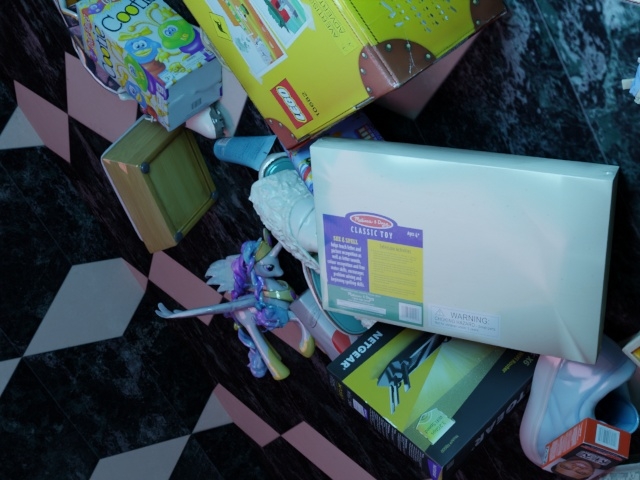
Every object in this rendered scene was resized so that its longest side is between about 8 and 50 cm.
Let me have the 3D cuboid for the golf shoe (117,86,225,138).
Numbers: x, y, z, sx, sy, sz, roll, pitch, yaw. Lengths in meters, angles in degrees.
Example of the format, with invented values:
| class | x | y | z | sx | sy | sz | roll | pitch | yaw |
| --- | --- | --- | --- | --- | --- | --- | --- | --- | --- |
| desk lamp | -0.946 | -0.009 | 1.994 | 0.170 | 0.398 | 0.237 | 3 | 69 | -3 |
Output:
| class | x | y | z | sx | sy | sz | roll | pitch | yaw |
| --- | --- | --- | --- | --- | --- | --- | --- | --- | --- |
| golf shoe | -0.316 | -0.281 | 1.899 | 0.273 | 0.120 | 0.105 | 37 | 151 | 28 |

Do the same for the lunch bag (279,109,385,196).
| class | x | y | z | sx | sy | sz | roll | pitch | yaw |
| --- | --- | --- | --- | --- | --- | --- | --- | --- | --- |
| lunch bag | 0.055 | -0.085 | 1.462 | 0.293 | 0.138 | 0.221 | 60 | 180 | -45 |

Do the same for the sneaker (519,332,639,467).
| class | x | y | z | sx | sy | sz | roll | pitch | yaw |
| --- | --- | --- | --- | --- | --- | --- | --- | --- | --- |
| sneaker | 0.410 | 0.280 | 1.378 | 0.150 | 0.135 | 0.365 | 38 | 155 | 35 |

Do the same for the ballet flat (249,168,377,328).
| class | x | y | z | sx | sy | sz | roll | pitch | yaw |
| --- | --- | --- | --- | --- | --- | --- | --- | --- | --- |
| ballet flat | 0.047 | 0.019 | 1.631 | 0.409 | 0.147 | 0.147 | 45 | 159 | -13 |

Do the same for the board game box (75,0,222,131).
| class | x | y | z | sx | sy | sz | roll | pitch | yaw |
| --- | --- | --- | --- | --- | --- | --- | --- | --- | --- |
| board game box | -0.340 | -0.377 | 1.766 | 0.275 | 0.144 | 0.142 | 43 | 155 | 17 |

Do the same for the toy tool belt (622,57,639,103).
| class | x | y | z | sx | sy | sz | roll | pitch | yaw |
| --- | --- | --- | --- | --- | --- | --- | --- | --- | --- |
| toy tool belt | 0.346 | -0.180 | 0.924 | 0.051 | 0.052 | 0.083 | 31 | 150 | 22 |

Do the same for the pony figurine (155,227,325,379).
| class | x | y | z | sx | sy | sz | roll | pitch | yaw |
| --- | --- | --- | --- | --- | --- | --- | --- | --- | --- |
| pony figurine | -0.164 | 0.157 | 2.138 | 0.351 | 0.303 | 0.363 | -15 | 112 | 30 |

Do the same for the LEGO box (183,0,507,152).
| class | x | y | z | sx | sy | sz | roll | pitch | yaw |
| --- | --- | --- | --- | --- | --- | --- | --- | --- | --- |
| LEGO box | -0.053 | -0.397 | 1.141 | 0.500 | 0.193 | 0.372 | 55 | 159 | -8 |

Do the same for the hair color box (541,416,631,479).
| class | x | y | z | sx | sy | sz | roll | pitch | yaw |
| --- | --- | --- | --- | --- | --- | --- | --- | --- | --- |
| hair color box | 0.392 | 0.313 | 1.312 | 0.072 | 0.043 | 0.141 | 20 | 149 | -1 |

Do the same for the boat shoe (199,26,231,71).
| class | x | y | z | sx | sy | sz | roll | pitch | yaw |
| --- | --- | --- | --- | --- | --- | --- | --- | --- | --- |
| boat shoe | -0.168 | -0.354 | 1.605 | 0.153 | 0.056 | 0.048 | 46 | 162 | 30 |

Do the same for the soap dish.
| class | x | y | z | sx | sy | sz | roll | pitch | yaw |
| --- | --- | --- | --- | --- | --- | --- | --- | --- | --- |
| soap dish | -0.365 | -0.144 | 2.075 | 0.118 | 0.229 | 0.290 | 12 | 138 | 33 |

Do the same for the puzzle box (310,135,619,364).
| class | x | y | z | sx | sy | sz | roll | pitch | yaw |
| --- | --- | --- | --- | --- | --- | --- | --- | --- | --- |
| puzzle box | 0.184 | 0.006 | 1.208 | 0.409 | 0.052 | 0.272 | 10 | 121 | 24 |

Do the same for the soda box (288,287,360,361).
| class | x | y | z | sx | sy | sz | roll | pitch | yaw |
| --- | --- | --- | --- | --- | --- | --- | --- | --- | --- |
| soda box | 0.059 | 0.222 | 1.983 | 0.286 | 0.091 | 0.098 | 51 | 156 | 0 |

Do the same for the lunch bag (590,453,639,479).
| class | x | y | z | sx | sy | sz | roll | pitch | yaw |
| --- | --- | --- | --- | --- | --- | --- | --- | --- | --- |
| lunch bag | 0.508 | 0.429 | 1.290 | 0.287 | 0.169 | 0.235 | 139 | 123 | -65 |

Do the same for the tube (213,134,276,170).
| class | x | y | z | sx | sy | sz | roll | pitch | yaw |
| --- | --- | --- | --- | --- | --- | --- | --- | --- | --- |
| tube | -0.155 | -0.185 | 1.814 | 0.052 | 0.080 | 0.207 | 26 | 174 | -30 |

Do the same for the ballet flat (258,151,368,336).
| class | x | y | z | sx | sy | sz | roll | pitch | yaw |
| --- | --- | --- | --- | --- | --- | --- | --- | --- | --- |
| ballet flat | 0.000 | 0.000 | 1.755 | 0.400 | 0.139 | 0.139 | 61 | 155 | -12 |

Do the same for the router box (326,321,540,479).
| class | x | y | z | sx | sy | sz | roll | pitch | yaw |
| --- | --- | --- | --- | --- | --- | --- | --- | --- | --- |
| router box | 0.202 | 0.196 | 1.408 | 0.243 | 0.309 | 0.081 | 37 | 154 | 29 |

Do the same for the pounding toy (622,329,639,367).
| class | x | y | z | sx | sy | sz | roll | pitch | yaw |
| --- | --- | --- | --- | --- | --- | --- | --- | --- | --- |
| pounding toy | 0.466 | 0.163 | 1.142 | 0.130 | 0.100 | 0.141 | 46 | 156 | 14 |

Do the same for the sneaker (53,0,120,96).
| class | x | y | z | sx | sy | sz | roll | pitch | yaw |
| --- | --- | --- | --- | --- | --- | --- | --- | --- | --- |
| sneaker | -0.488 | -0.460 | 1.938 | 0.321 | 0.126 | 0.127 | 56 | 162 | -8 |
